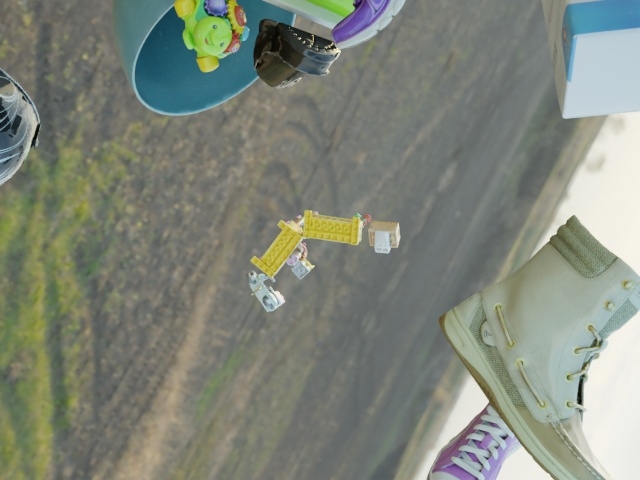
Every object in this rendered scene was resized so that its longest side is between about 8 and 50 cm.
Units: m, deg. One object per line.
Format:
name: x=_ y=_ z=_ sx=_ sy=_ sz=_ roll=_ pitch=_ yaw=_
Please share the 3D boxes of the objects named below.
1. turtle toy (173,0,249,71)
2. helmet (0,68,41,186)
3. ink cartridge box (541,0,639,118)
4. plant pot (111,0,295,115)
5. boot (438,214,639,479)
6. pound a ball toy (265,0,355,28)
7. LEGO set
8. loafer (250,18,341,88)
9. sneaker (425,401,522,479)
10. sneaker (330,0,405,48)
turtle toy: x=-0.124 y=-0.251 z=1.307 sx=0.130 sy=0.066 sz=0.095 roll=-68 pitch=140 yaw=-58
helmet: x=-0.465 y=-0.138 z=1.441 sx=0.161 sy=0.169 sz=0.169 roll=-53 pitch=167 yaw=-36
ink cartridge box: x=0.450 y=-0.358 z=1.685 sx=0.198 sy=0.197 sz=0.270 roll=78 pitch=8 yaw=-60
plant pot: x=-0.211 y=-0.369 z=1.743 sx=0.290 sy=0.195 sz=0.290 roll=-30 pitch=155 yaw=-15
boot: x=0.219 y=0.098 z=0.926 sx=0.165 sy=0.213 sz=0.077 roll=-40 pitch=152 yaw=8
pound a ball toy: x=-0.087 y=-0.374 z=1.391 sx=0.208 sy=0.319 sz=0.136 roll=133 pitch=-28 yaw=-54
LEGO set: x=0.000 y=0.000 z=1.873 sx=0.287 sy=0.132 sz=0.107 roll=-28 pitch=-174 yaw=20
loafer: x=-0.034 y=-0.220 z=1.364 sx=0.220 sy=0.080 sz=0.078 roll=-132 pitch=-119 yaw=-71
sneaker: x=0.260 y=0.297 z=1.724 sx=0.282 sy=0.102 sz=0.161 roll=-43 pitch=157 yaw=-42
sneaker: x=0.061 y=-0.274 z=1.154 sx=0.170 sy=0.071 sz=0.068 roll=-54 pitch=-166 yaw=6
